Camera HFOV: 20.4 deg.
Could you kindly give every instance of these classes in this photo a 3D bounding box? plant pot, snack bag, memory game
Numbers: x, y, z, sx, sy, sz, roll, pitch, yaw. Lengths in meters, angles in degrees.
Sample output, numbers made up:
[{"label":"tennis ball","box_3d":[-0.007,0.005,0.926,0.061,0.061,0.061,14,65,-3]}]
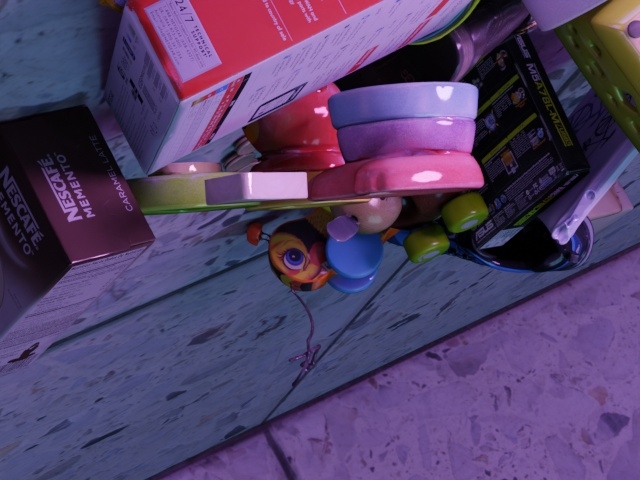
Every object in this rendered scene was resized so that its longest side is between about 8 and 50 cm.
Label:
[{"label":"plant pot","box_3d":[0.388,-0.205,1.779,0.227,0.228,0.207,-37,-171,4]},{"label":"snack bag","box_3d":[0.354,-0.148,2.062,0.323,0.037,0.342,-50,-172,7]},{"label":"memory game","box_3d":[-0.022,-0.117,1.894,0.186,0.012,0.186,-28,167,-7]}]

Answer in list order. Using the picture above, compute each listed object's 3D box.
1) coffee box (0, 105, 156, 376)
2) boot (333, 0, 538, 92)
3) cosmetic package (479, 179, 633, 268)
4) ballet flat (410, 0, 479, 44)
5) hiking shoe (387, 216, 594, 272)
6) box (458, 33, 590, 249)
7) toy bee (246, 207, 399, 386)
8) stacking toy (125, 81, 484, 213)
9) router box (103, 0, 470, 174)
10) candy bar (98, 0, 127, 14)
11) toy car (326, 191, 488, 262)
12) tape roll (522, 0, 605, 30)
[{"label":"coffee box","box_3d":[-0.267,0.010,1.555,0.098,0.141,0.246,-16,161,-45]},{"label":"boot","box_3d":[0.140,-0.191,1.781,0.229,0.091,0.263,-34,-178,-39]},{"label":"cosmetic package","box_3d":[0.294,-0.068,2.462,0.113,0.160,0.309,-38,166,31]},{"label":"ballet flat","box_3d":[0.132,-0.252,1.570,0.077,0.077,0.231,-35,172,-36]},{"label":"hiking shoe","box_3d":[0.191,-0.026,2.252,0.304,0.113,0.132,7,-173,19]},{"label":"box","box_3d":[0.204,-0.112,2.017,0.045,0.184,0.191,-8,157,-34]},{"label":"toy bee","box_3d":[0.000,0.000,2.167,0.298,0.162,0.195,-51,173,-35]},{"label":"stacking toy","box_3d":[-0.026,-0.097,1.567,0.279,0.130,0.309,-3,179,-35]},{"label":"router box","box_3d":[-0.011,-0.174,1.378,0.301,0.082,0.335,-28,179,-12]},{"label":"candy bar","box_3d":[-0.126,-0.181,1.384,0.040,0.018,0.161,-31,168,14]},{"label":"toy car","box_3d":[0.067,-0.060,2.014,0.188,0.155,0.149,-10,158,-40]},{"label":"tape roll","box_3d":[0.335,-0.311,1.533,0.392,0.072,0.392,-32,-176,3]}]
